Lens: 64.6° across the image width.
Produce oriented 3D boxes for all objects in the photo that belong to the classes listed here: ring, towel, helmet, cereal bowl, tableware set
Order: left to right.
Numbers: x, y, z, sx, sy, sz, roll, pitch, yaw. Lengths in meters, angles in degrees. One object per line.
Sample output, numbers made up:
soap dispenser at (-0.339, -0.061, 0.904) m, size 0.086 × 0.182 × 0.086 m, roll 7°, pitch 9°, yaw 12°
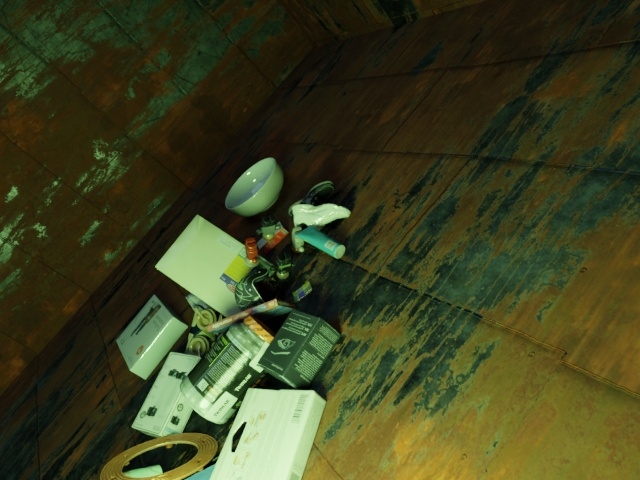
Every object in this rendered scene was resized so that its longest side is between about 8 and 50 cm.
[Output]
ring at (-0.472, 0.658, 1.502) m, size 0.336 × 0.032 × 0.336 m, roll -7°, pitch 3°, yaw 0°
tableware set at (-0.452, 0.353, 1.915) m, size 0.128 × 0.039 × 0.194 m, roll 13°, pitch 88°, yaw 23°
helmet at (-0.234, 0.197, 1.849) m, size 0.169 × 0.169 × 0.161 m, roll -6°, pitch 33°, yaw 48°
cereal bowl at (-0.305, -0.243, 2.511) m, size 0.339 × 0.141 × 0.339 m, roll -32°, pitch 32°, yaw 23°
towel at (-0.064, 0.181, 1.805) m, size 0.083 × 0.009 × 0.060 m, roll -38°, pitch 31°, yaw 12°

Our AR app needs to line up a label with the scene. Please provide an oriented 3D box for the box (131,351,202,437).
box at (-0.523, 0.552, 1.801) m, size 0.169 × 0.087 × 0.290 m, roll -4°, pitch 51°, yaw 36°

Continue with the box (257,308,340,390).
box at (-0.065, 0.328, 1.521) m, size 0.153 × 0.108 × 0.207 m, roll 8°, pitch 59°, yaw 55°

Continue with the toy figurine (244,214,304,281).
toy figurine at (-0.173, 0.030, 1.936) m, size 0.213 × 0.148 × 0.210 m, roll 21°, pitch 53°, yaw 10°

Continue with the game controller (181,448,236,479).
game controller at (-0.358, 0.717, 1.447) m, size 0.319 × 0.067 × 0.166 m, roll -33°, pitch 32°, yaw 20°

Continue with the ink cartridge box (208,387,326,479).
ink cartridge box at (-0.143, 0.549, 1.366) m, size 0.261 × 0.066 × 0.296 m, roll -10°, pitch 44°, yaw 38°

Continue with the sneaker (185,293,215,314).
sneaker at (-0.510, 0.272, 2.200) m, size 0.095 × 0.090 × 0.235 m, roll -42°, pitch 30°, yaw -21°

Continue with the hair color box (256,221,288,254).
hair color box at (-0.208, -0.010, 2.194) m, size 0.141 × 0.043 × 0.072 m, roll -44°, pitch 29°, yaw 5°

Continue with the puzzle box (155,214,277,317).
puzzle box at (-0.407, 0.113, 1.997) m, size 0.272 × 0.408 × 0.052 m, roll -54°, pitch -11°, yaw -16°

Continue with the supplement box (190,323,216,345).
supplement box at (-0.461, 0.364, 2.003) m, size 0.056 × 0.083 × 0.083 m, roll -37°, pitch 30°, yaw 14°

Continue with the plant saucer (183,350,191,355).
plant saucer at (-0.528, 0.493, 1.975) m, size 0.195 × 0.037 × 0.195 m, roll -33°, pitch 31°, yaw 23°

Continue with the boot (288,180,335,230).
boot at (-0.025, -0.125, 2.076) m, size 0.236 × 0.085 × 0.179 m, roll -36°, pitch 35°, yaw 16°

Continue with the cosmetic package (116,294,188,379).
cosmetic package at (-0.780, 0.429, 2.320) m, size 0.284 × 0.097 × 0.377 m, roll -54°, pitch 30°, yaw -11°

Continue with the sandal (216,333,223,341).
sandal at (-0.327, 0.390, 1.825) m, size 0.101 × 0.076 × 0.265 m, roll -26°, pitch 10°, yaw 4°

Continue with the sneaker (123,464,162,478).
sneaker at (-0.556, 0.817, 1.562) m, size 0.094 × 0.151 × 0.256 m, roll 26°, pitch 106°, yaw 41°

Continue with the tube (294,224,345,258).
tube at (0.000, 0.000, 1.838) m, size 0.080 × 0.052 × 0.207 m, roll -28°, pitch 42°, yaw -32°

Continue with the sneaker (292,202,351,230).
sneaker at (0.004, -0.082, 1.956) m, size 0.232 × 0.090 × 0.115 m, roll -1°, pitch 85°, yaw 16°

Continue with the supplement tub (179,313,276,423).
supplement tub at (-0.275, 0.401, 1.609) m, size 0.316 × 0.193 × 0.193 m, roll -49°, pitch 29°, yaw -6°

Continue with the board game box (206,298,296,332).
board game box at (-0.236, 0.264, 1.746) m, size 0.281 × 0.145 × 0.027 m, roll -22°, pitch 71°, yaw 18°
